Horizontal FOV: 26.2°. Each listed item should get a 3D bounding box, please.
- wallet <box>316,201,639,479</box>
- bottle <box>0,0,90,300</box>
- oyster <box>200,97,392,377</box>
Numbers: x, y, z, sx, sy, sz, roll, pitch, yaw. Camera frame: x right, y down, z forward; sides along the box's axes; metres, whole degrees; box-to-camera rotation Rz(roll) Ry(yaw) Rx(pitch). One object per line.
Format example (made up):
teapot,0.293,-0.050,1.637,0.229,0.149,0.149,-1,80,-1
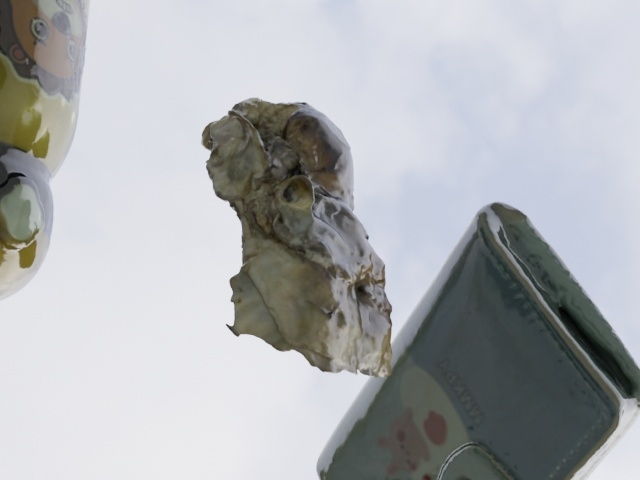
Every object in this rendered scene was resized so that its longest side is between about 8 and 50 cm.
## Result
wallet,0.130,0.175,1.225,0.252,0.083,0.360,56,-47,34
bottle,-0.277,-0.117,1.127,0.171,0.171,0.351,-8,-113,20
oyster,-0.010,-0.009,1.018,0.107,0.161,0.233,-33,-112,20
